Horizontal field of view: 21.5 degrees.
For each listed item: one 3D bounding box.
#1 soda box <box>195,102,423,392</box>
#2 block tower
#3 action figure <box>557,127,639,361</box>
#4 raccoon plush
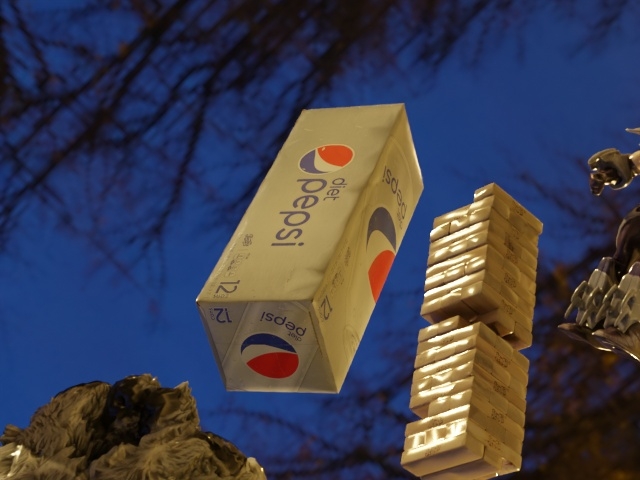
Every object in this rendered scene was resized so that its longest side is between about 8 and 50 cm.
[{"bbox_3d":[0.000,0.000,1.357,0.286,0.098,0.091,-65,-33,-51],"label":"soda box"},{"bbox_3d":[0.165,0.105,1.810,0.091,0.097,0.335,38,-133,-32],"label":"block tower"},{"bbox_3d":[0.342,-0.021,1.715,0.099,0.285,0.185,27,173,-33],"label":"action figure"},{"bbox_3d":[-0.207,0.329,1.514,0.216,0.446,0.299,27,146,46],"label":"raccoon plush"}]
